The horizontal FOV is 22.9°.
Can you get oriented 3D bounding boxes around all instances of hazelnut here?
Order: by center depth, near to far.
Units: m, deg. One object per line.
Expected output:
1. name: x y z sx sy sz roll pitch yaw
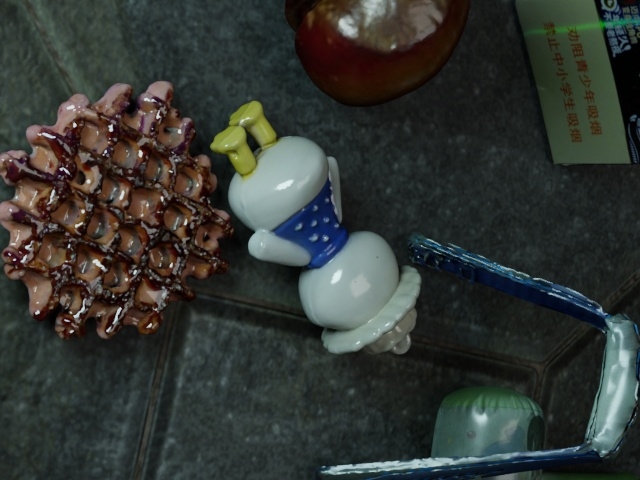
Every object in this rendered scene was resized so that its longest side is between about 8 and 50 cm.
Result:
1. hazelnut: 0.058 -0.227 1.495 0.178 0.178 0.204 12 56 -37

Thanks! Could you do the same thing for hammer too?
1. hammer: 0.247 0.270 1.715 0.335 0.119 0.206 12 87 -44

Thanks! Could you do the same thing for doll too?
1. doll: 0.000 0.000 1.501 0.293 0.119 0.138 52 51 -22

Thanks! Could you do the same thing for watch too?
1. watch: 0.168 0.161 1.558 0.068 0.274 0.276 62 49 -74

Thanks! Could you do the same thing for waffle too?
1. waffle: -0.183 -0.023 1.392 0.234 0.055 0.221 -32 110 -37

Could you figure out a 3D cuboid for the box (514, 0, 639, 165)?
1. box: 0.355 -0.181 1.627 0.084 0.310 0.198 -27 109 -35
